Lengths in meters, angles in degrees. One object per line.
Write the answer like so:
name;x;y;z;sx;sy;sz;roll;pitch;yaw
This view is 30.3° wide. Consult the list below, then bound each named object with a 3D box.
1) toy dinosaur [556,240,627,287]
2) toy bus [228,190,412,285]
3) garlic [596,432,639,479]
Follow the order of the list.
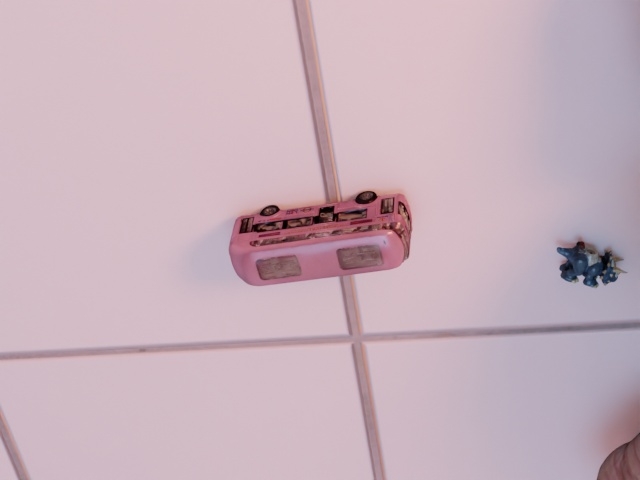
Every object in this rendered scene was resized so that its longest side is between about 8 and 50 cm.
toy dinosaur;0.302;0.025;1.334;0.083;0.030;0.047;15;125;-6
toy bus;0.000;0.000;1.313;0.203;0.090;0.063;-8;124;11
garlic;0.493;0.331;1.396;0.318;0.259;0.317;-1;109;-3
